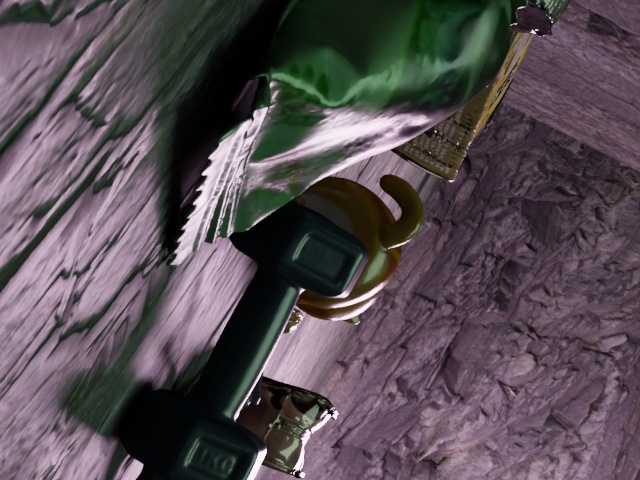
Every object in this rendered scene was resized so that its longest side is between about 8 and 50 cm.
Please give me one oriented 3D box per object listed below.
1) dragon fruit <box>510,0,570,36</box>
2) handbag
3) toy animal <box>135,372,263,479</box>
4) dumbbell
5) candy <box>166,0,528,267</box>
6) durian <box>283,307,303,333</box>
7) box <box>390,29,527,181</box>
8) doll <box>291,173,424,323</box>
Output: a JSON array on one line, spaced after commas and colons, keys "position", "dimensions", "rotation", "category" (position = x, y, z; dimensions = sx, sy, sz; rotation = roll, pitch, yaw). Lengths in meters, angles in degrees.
[{"position": [0.217, -0.367, 1.517], "dimensions": [0.221, 0.204, 0.283], "rotation": [-63, 174, -2], "category": "dragon fruit"}, {"position": [-0.076, 0.244, 1.866], "dimensions": [0.205, 0.179, 0.116], "rotation": [87, 25, -79], "category": "handbag"}, {"position": [-0.138, 0.207, 1.603], "dimensions": [0.206, 0.081, 0.367], "rotation": [-51, -176, 45], "category": "toy animal"}, {"position": [-0.077, 0.110, 1.435], "dimensions": [0.143, 0.156, 0.316], "rotation": [29, 88, -54], "category": "dumbbell"}, {"position": [0.026, -0.140, 1.193], "dimensions": [0.398, 0.172, 0.263], "rotation": [-45, 162, -26], "category": "candy"}, {"position": [-0.065, 0.105, 1.835], "dimensions": [0.052, 0.066, 0.130], "rotation": [-50, 179, -22], "category": "durian"}, {"position": [0.290, -0.366, 2.327], "dimensions": [0.373, 0.138, 0.420], "rotation": [-58, 172, -39], "category": "box"}, {"position": [0.019, 0.016, 1.738], "dimensions": [0.269, 0.162, 0.167], "rotation": [134, -34, -77], "category": "doll"}]
